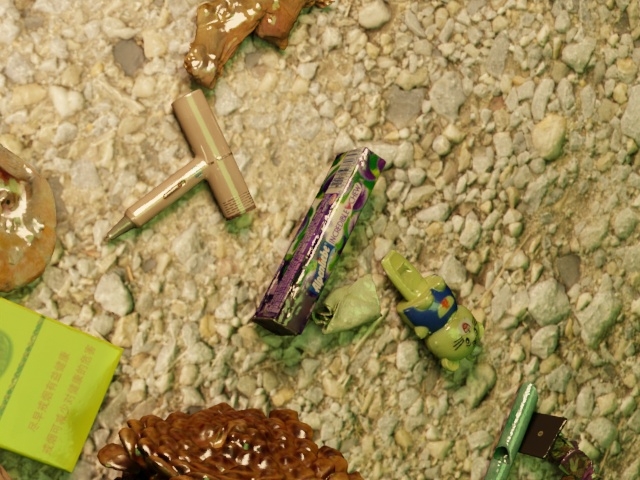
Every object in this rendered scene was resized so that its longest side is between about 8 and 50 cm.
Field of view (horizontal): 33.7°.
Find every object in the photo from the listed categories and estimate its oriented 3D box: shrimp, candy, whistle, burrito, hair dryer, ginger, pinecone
[{"bbox_3d":[-0.444,-0.086,1.420,0.164,0.062,0.316,-13,86,-44],"label":"shrimp"},{"bbox_3d":[0.000,0.000,1.597,0.061,0.088,0.312,35,73,-23],"label":"candy"},{"bbox_3d":[0.318,0.324,1.747,0.039,0.039,0.186,31,74,-20],"label":"whistle"},{"bbox_3d":[0.039,0.102,1.632,0.118,0.044,0.074,-17,91,-27],"label":"burrito"},{"bbox_3d":[-0.229,-0.091,1.529,0.220,0.054,0.195,-26,96,-17],"label":"hair dryer"},{"bbox_3d":[-0.102,-0.331,1.592,0.290,0.084,0.122,-41,124,-25],"label":"ginger"},{"bbox_3d":[-0.134,0.407,1.380,0.385,0.384,0.384,2,85,-25],"label":"pinecone"},{"bbox_3d":[0.177,0.106,1.673,0.227,0.085,0.105,51,59,-13],"label":"whistle"}]

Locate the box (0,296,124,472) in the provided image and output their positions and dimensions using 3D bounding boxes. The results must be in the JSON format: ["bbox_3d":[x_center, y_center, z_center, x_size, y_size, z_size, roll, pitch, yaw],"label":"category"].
[{"bbox_3d":[-0.451,0.166,1.402,0.335,0.047,0.187,26,76,-21],"label":"box"}]

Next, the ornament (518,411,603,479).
[{"bbox_3d":[0.428,0.378,1.770,0.203,0.081,0.088,43,71,-16],"label":"ornament"}]

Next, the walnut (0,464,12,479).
[{"bbox_3d":[-0.490,0.355,1.271,0.248,0.248,0.248,2,85,-25],"label":"walnut"}]
